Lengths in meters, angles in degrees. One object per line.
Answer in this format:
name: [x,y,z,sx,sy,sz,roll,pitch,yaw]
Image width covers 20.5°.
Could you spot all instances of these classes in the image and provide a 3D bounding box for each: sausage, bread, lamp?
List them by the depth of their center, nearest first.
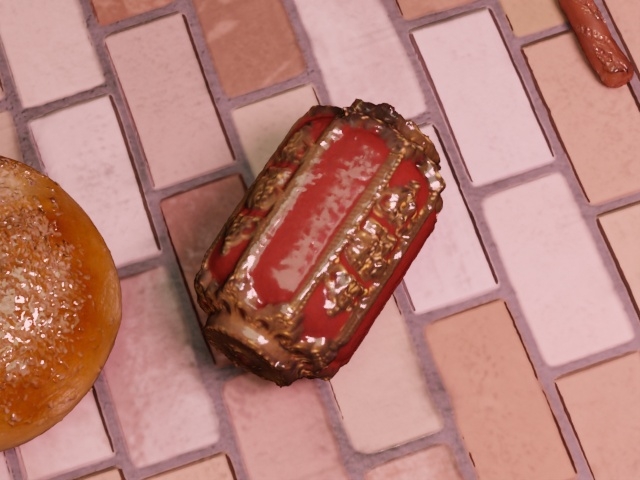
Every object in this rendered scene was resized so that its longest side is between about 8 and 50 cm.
bread: [-0.338,0.050,1.655,0.305,0.159,0.305,-1,69,3]
lamp: [0.000,0.000,1.657,0.177,0.177,0.274,30,75,14]
sausage: [0.272,-0.223,1.801,0.036,0.042,0.158,-36,62,30]
